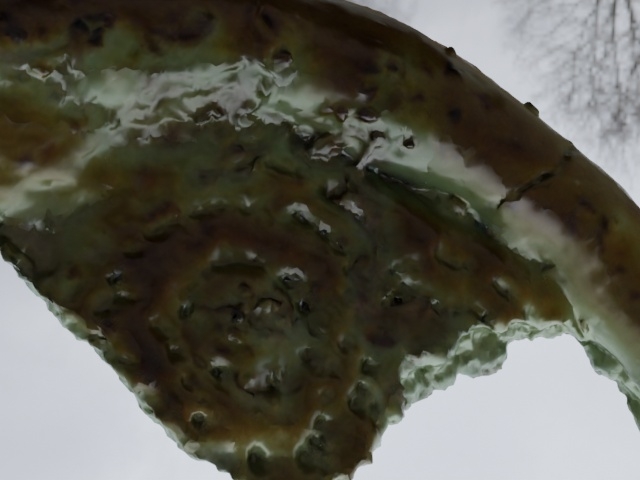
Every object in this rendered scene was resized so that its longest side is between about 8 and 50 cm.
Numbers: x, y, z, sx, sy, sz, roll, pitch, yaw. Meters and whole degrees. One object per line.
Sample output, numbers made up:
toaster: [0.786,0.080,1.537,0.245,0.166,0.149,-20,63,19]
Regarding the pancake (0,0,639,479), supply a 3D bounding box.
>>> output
pancake: [0.002,-0.002,0.371,0.377,0.197,0.054,14,163,-20]
